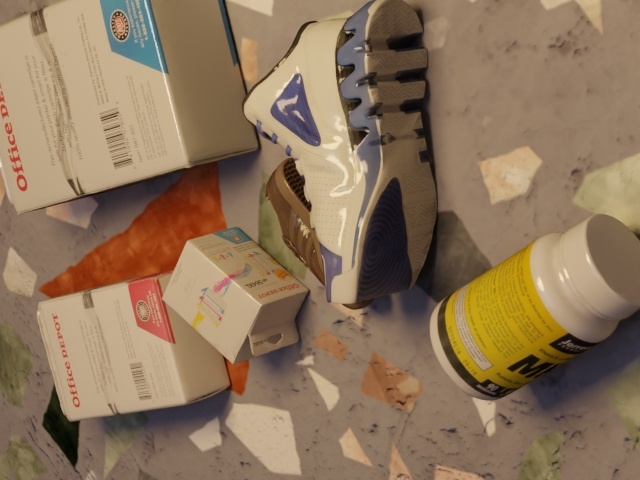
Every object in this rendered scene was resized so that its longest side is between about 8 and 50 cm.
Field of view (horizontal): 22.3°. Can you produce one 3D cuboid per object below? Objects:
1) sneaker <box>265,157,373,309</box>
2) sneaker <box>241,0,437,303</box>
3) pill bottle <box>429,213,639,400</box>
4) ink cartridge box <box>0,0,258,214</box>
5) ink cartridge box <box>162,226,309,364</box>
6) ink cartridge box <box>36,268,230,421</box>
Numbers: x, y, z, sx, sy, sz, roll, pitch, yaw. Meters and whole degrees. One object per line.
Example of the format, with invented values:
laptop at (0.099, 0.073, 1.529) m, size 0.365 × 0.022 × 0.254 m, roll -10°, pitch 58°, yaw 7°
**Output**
sneaker at (0.000, 0.000, 1.793) m, size 0.188 × 0.066 × 0.071 m, roll 63°, pitch 146°, yaw 15°
sneaker at (0.016, -0.097, 1.718) m, size 0.182 × 0.127 × 0.315 m, roll 5°, pitch 97°, yaw 42°
pill bottle at (0.216, 0.064, 1.584) m, size 0.208 × 0.119 × 0.119 m, roll -36°, pitch 77°, yaw 39°
ink cartridge box at (-0.245, -0.173, 1.894) m, size 0.307 × 0.129 × 0.223 m, roll -12°, pitch 93°, yaw 40°
ink cartridge box at (-0.091, 0.067, 1.852) m, size 0.143 × 0.092 × 0.090 m, roll 39°, pitch 122°, yaw 24°
ink cartridge box at (-0.231, 0.128, 1.981) m, size 0.218 × 0.092 × 0.158 m, roll -12°, pitch 93°, yaw 38°
